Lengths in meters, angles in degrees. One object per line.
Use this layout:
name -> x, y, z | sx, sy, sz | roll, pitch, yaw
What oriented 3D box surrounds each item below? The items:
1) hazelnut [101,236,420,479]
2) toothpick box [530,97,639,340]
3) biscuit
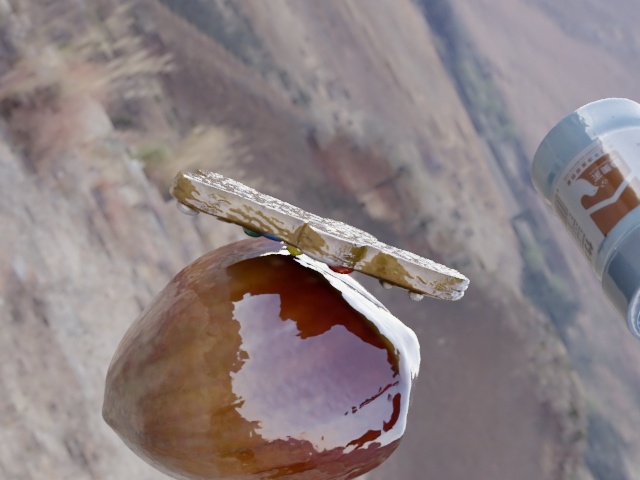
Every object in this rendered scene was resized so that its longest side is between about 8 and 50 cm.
hazelnut -> -0.043, 0.094, 1.137 | 0.181, 0.181, 0.212 | 33, 9, -24
toothpick box -> 0.222, -0.015, 1.130 | 0.101, 0.101, 0.153 | 50, 8, -47
biscuit -> 0.000, 0.001, 1.079 | 0.205, 0.031, 0.138 | 20, 5, 4
